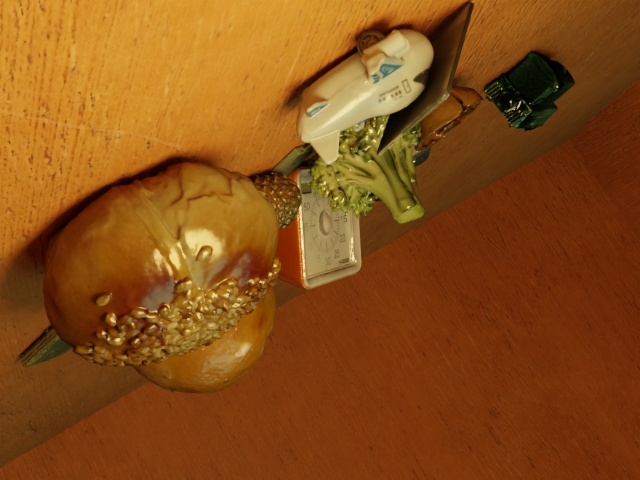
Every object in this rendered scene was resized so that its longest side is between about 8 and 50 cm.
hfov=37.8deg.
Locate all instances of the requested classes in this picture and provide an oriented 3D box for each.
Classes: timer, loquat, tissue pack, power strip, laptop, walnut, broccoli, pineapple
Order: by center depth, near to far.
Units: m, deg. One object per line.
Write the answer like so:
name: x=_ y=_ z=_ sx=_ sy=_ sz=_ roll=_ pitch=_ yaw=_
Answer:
laptop: x=0.177 y=-0.273 z=1.573 sx=0.188 sy=0.015 sz=0.269 roll=-39 pitch=-157 yaw=45
pineapple: x=-0.148 y=-0.073 z=1.756 sx=0.251 sy=0.125 sz=0.125 roll=-5 pitch=154 yaw=-46
broccoli: x=0.114 y=-0.142 z=1.805 sx=0.263 sy=0.243 sz=0.247 roll=-2 pitch=140 yaw=-43
loquat: x=-0.246 y=0.138 z=1.840 sx=0.329 sy=0.328 sz=0.328 roll=-31 pitch=171 yaw=-5
power strip: x=-0.061 y=-0.153 z=1.852 sx=0.051 sy=0.019 sz=0.136 roll=-18 pitch=164 yaw=-48
timer: x=-0.017 y=-0.048 z=2.027 sx=0.257 sy=0.161 sz=0.249 roll=-14 pitch=117 yaw=-58
walnut: x=0.257 y=-0.277 z=2.047 sx=0.167 sy=0.087 sz=0.211 roll=-35 pitch=176 yaw=-26
tissue pack: x=0.228 y=-0.215 z=2.413 sx=0.112 sy=0.051 sz=0.156 roll=-33 pitch=171 yaw=-4

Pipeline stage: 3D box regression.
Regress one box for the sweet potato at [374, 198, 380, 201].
sweet potato: x=0.147 y=-0.147 z=2.406 sx=0.097 sy=0.097 sz=0.292 roll=-31 pitch=180 yaw=-5

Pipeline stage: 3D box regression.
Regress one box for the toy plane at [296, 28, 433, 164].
toy plane: x=0.072 y=-0.241 z=1.498 sx=0.267 sy=0.122 sz=0.267 roll=-38 pitch=173 yaw=-6

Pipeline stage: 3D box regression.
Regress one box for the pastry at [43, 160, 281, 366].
pastry: x=-0.248 y=0.054 z=1.517 sx=0.410 sy=0.245 sz=0.409 roll=-26 pitch=162 yaw=-9

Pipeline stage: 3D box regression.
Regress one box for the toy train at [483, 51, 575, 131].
toy train: x=0.539 y=-0.375 z=2.355 sx=0.178 sy=0.138 sz=0.330 roll=-42 pitch=169 yaw=27

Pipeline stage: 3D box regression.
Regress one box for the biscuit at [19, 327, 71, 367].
biscuit: x=-0.564 y=0.211 z=2.047 sx=0.199 sy=0.040 sz=0.121 roll=-38 pitch=168 yaw=36
